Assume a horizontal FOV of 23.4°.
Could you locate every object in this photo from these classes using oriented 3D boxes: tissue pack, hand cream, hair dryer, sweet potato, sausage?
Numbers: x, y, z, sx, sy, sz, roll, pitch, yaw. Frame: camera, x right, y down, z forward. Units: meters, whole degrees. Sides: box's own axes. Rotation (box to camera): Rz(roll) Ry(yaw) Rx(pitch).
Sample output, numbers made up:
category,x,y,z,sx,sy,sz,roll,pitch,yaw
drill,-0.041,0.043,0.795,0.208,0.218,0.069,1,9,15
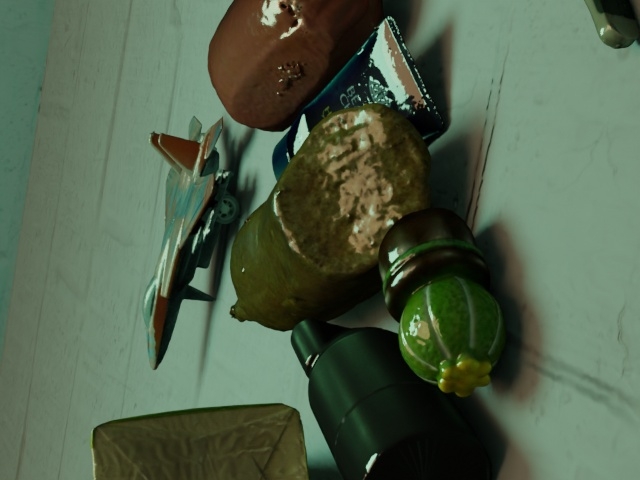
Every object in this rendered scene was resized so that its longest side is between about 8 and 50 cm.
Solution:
category,x,y,z,sx,sy,sz,roll,pitch,yaw
tissue pack,-0.120,0.267,1.504,0.274,0.200,0.167,109,156,-71
hand cream,0.035,-0.113,1.533,0.270,0.061,0.120,-37,73,56
hair dryer,0.040,0.231,1.377,0.244,0.116,0.302,-120,36,-61
sweet potato,0.000,0.000,1.490,0.369,0.158,0.157,130,142,-65
sausage,-0.026,-0.212,1.605,0.280,0.152,0.152,139,134,-58

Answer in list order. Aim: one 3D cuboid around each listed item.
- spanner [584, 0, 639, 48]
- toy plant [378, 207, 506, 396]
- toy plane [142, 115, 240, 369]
category,x,y,z,sx,sy,sz,roll,pitch,yaw
spanner,0.202,-0.283,1.209,0.095,0.040,0.324,120,148,-42
toy plant,0.101,0.055,1.278,0.092,0.093,0.162,118,150,-42
toy plane,-0.170,0.003,1.955,0.223,0.104,0.326,-166,80,-69
